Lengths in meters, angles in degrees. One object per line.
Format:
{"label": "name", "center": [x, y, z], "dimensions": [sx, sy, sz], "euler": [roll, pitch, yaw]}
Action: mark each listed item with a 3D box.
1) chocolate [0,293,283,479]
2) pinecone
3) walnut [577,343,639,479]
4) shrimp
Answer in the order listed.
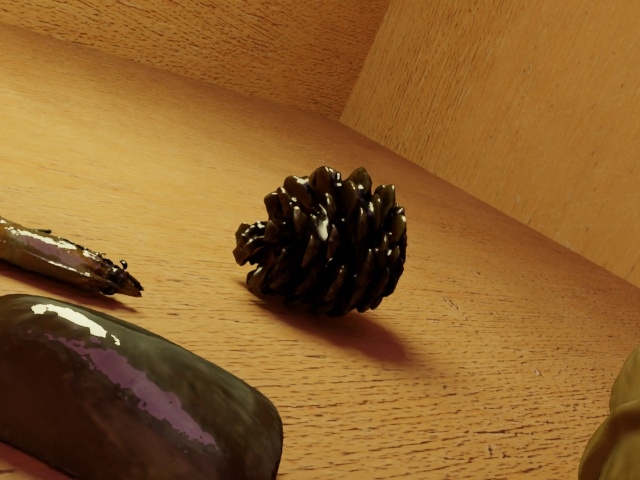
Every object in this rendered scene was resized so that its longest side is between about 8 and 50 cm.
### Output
{"label": "chocolate", "center": [-0.138, 0.102, 0.723], "dimensions": [0.254, 0.080, 0.157], "euler": [24, 13, 2]}
{"label": "pinecone", "center": [0.001, 0.001, 1.197], "dimensions": [0.205, 0.179, 0.184], "euler": [4, -6, -10]}
{"label": "walnut", "center": [0.345, 0.200, 0.801], "dimensions": [0.285, 0.285, 0.296], "euler": [24, 50, 2]}
{"label": "shrimp", "center": [-0.257, 0.011, 0.975], "dimensions": [0.190, 0.042, 0.101], "euler": [22, 5, -2]}
